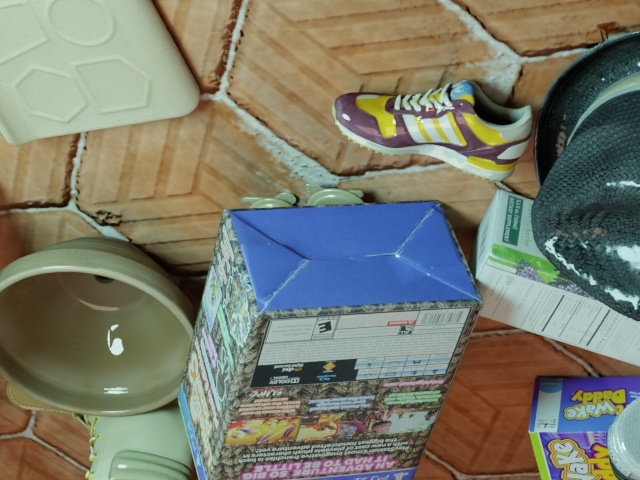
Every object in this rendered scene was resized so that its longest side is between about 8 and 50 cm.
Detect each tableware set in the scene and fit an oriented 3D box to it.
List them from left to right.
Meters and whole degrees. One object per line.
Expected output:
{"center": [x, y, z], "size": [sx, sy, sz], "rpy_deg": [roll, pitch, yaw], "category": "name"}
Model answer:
{"center": [0.000, 0.000, 1.993], "size": [0.141, 0.020, 0.168], "rpy_deg": [-5, 136, 22], "category": "tableware set"}

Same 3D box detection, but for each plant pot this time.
{"center": [-0.238, 0.072, 2.061], "size": [0.237, 0.109, 0.237], "rpy_deg": [4, 136, 3], "category": "plant pot"}

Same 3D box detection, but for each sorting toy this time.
{"center": [-0.241, -0.182, 1.849], "size": [0.208, 0.038, 0.193], "rpy_deg": [-11, 133, 19], "category": "sorting toy"}

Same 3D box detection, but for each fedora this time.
{"center": [0.307, -0.026, 1.698], "size": [0.334, 0.152, 0.334], "rpy_deg": [20, 127, 29], "category": "fedora"}

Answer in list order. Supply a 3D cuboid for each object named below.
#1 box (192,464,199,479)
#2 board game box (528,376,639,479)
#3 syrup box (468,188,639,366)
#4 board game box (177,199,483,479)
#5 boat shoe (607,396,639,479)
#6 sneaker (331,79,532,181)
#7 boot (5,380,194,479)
{"center": [-0.133, 0.414, 2.239], "size": [0.215, 0.345, 0.168], "rpy_deg": [32, 135, -20], "category": "box"}
{"center": [0.378, 0.288, 2.165], "size": [0.233, 0.078, 0.347], "rpy_deg": [-2, 136, 18], "category": "board game box"}
{"center": [0.267, 0.044, 1.912], "size": [0.237, 0.093, 0.096], "rpy_deg": [17, 138, -4], "category": "syrup box"}
{"center": [0.002, 0.112, 1.950], "size": [0.232, 0.141, 0.291], "rpy_deg": [-2, 137, -19], "category": "board game box"}
{"center": [0.435, 0.156, 1.937], "size": [0.335, 0.121, 0.119], "rpy_deg": [-16, 166, -6], "category": "boat shoe"}
{"center": [0.105, -0.120, 1.804], "size": [0.185, 0.069, 0.084], "rpy_deg": [13, 130, -9], "category": "sneaker"}
{"center": [-0.248, 0.215, 2.157], "size": [0.262, 0.203, 0.095], "rpy_deg": [1, 137, 13], "category": "boot"}
